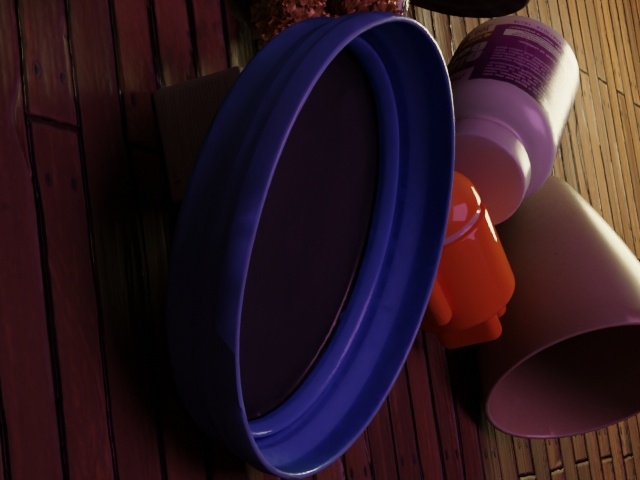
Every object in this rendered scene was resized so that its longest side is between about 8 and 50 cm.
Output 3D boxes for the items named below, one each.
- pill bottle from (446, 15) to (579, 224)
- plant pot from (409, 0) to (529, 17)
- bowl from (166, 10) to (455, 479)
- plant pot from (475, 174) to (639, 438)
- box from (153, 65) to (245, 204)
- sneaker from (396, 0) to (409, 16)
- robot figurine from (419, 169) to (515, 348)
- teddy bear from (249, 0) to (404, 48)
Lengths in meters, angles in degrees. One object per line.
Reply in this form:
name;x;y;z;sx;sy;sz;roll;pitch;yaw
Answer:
pill bottle;0.211;-0.143;1.722;0.169;0.169;0.301;66;27;-23
plant pot;0.181;-0.427;1.683;0.323;0.323;0.280;30;70;-57
bowl;0.000;0.000;1.180;0.391;0.077;0.391;-43;140;-50
plant pot;0.288;0.063;1.751;0.256;0.256;0.274;43;25;-50
box;-0.074;-0.086;1.206;0.101;0.087;0.102;-2;81;-64
sneaker;0.090;-0.345;1.517;0.112;0.121;0.299;3;103;-40
robot figurine;0.132;0.012;1.544;0.158;0.128;0.219;-38;119;-24
teddy bear;-0.013;-0.324;1.355;0.245;0.113;0.337;3;81;-26
